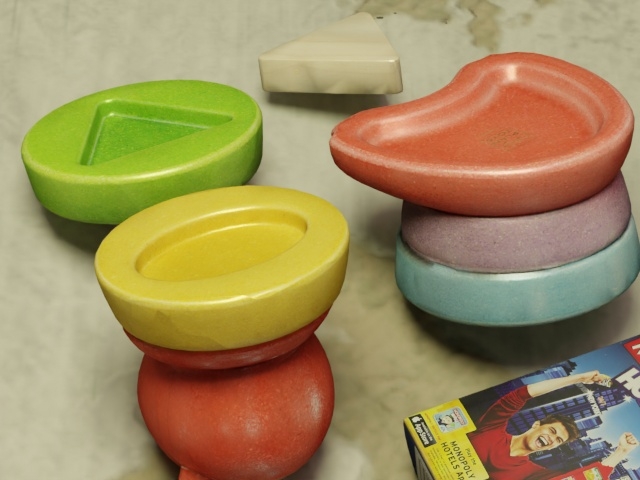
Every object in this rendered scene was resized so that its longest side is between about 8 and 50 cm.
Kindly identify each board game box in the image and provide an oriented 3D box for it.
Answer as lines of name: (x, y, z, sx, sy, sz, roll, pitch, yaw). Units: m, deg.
board game box: (0.165, 0.136, 0.937, 0.194, 0.060, 0.194, -17, 44, -10)

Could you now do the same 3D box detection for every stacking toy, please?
stacking toy: (0.000, 0.000, 1.053, 0.309, 0.130, 0.279, -20, 29, -25)
